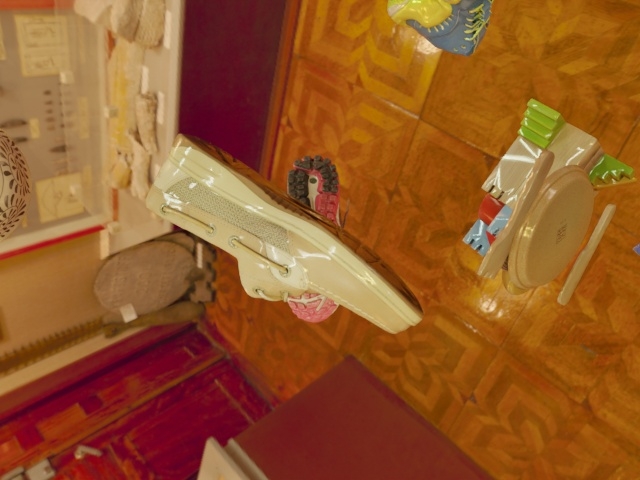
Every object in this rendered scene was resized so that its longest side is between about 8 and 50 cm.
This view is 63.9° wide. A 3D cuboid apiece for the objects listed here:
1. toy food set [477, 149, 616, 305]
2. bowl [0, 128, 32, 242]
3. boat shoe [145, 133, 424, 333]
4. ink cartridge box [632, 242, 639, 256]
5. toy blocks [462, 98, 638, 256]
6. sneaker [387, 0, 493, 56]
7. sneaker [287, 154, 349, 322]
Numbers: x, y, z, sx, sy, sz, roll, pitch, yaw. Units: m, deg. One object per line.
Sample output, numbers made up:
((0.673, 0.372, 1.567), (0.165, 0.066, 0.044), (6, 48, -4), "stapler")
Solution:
((0.206, -0.009, 0.481), (0.038, 0.192, 0.132), (32, 100, 45), "toy food set")
((-0.391, -0.062, 0.534), (0.080, 0.170, 0.170), (4, 111, 53), "bowl")
((-0.039, 0.010, 0.517), (0.302, 0.109, 0.098), (34, 98, 5), "boat shoe")
((0.462, 0.071, 0.439), (0.186, 0.065, 0.311), (-44, 60, 21), "ink cartridge box")
((0.366, -0.056, 0.887), (0.191, 0.381, 0.261), (42, 109, 29), "toy blocks")
((0.188, -0.301, 0.640), (0.091, 0.126, 0.240), (-60, 24, 0), "sneaker")
((0.000, 0.000, 0.913), (0.112, 0.121, 0.299), (79, -167, -66), "sneaker")
